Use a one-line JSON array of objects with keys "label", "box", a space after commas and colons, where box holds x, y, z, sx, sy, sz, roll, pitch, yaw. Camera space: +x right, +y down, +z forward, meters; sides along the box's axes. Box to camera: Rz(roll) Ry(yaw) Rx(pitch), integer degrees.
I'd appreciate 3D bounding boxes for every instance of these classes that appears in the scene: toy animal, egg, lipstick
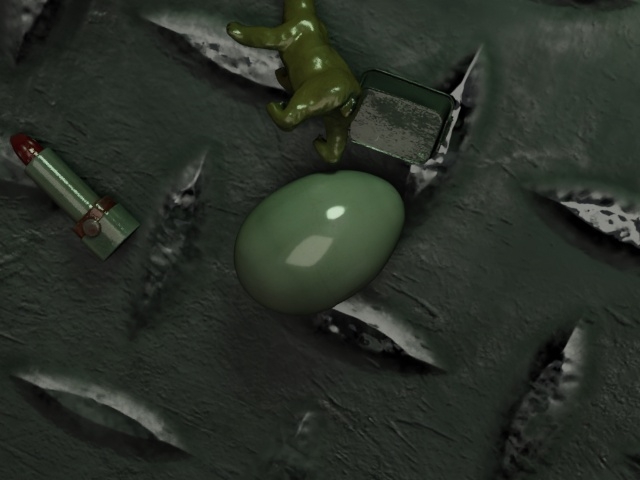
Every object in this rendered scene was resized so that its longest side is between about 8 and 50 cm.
[{"label": "toy animal", "box": [-0.017, -0.201, 1.557, 0.101, 0.103, 0.218, -38, 62, 22]}, {"label": "egg", "box": [0.000, 0.000, 1.601, 0.209, 0.151, 0.151, -28, 101, 10]}, {"label": "lipstick", "box": [-0.306, -0.060, 1.684, 0.186, 0.057, 0.063, 44, 109, -3]}]

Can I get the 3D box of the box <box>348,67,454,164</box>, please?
[{"label": "box", "box": [0.086, -0.136, 1.586, 0.122, 0.069, 0.084, 19, 111, 3]}]
